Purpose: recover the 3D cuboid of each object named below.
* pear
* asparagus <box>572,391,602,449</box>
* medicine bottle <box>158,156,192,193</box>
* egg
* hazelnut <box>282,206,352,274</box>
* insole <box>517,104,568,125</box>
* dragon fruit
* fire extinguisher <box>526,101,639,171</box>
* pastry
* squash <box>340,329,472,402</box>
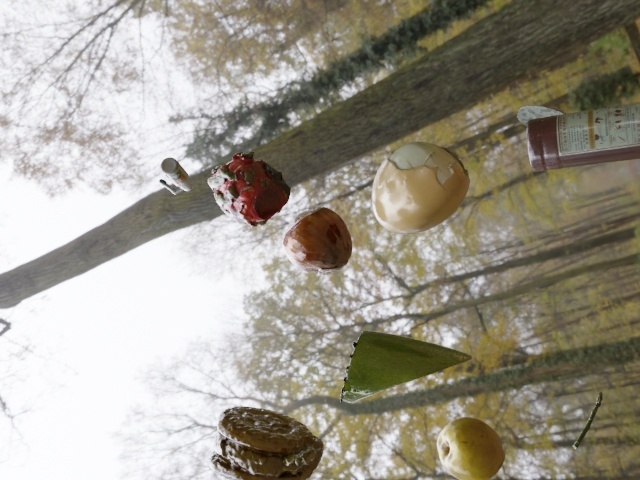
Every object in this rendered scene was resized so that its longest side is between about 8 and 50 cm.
[{"bbox_3d":[0.490,0.677,1.774,0.209,0.209,0.208,37,-138,-42],"label":"pear"},{"bbox_3d":[0.635,0.422,1.293,0.016,0.016,0.163,37,-114,11],"label":"asparagus"},{"bbox_3d":[-0.493,-0.208,1.863,0.061,0.092,0.220,59,176,12],"label":"medicine bottle"},{"bbox_3d":[0.220,-0.117,1.265,0.201,0.244,0.201,23,-143,-18],"label":"egg"},{"bbox_3d":[0.000,0.000,1.382,0.182,0.182,0.182,37,-138,-42],"label":"hazelnut"},{"bbox_3d":[0.491,-0.232,1.101,0.065,0.194,0.006,94,-165,-57],"label":"insole"},{"bbox_3d":[-0.158,-0.115,1.199,0.167,0.160,0.172,-1,-148,-45],"label":"dragon fruit"},{"bbox_3d":[0.378,-0.123,0.676,0.071,0.231,0.099,53,-135,-44],"label":"fire extinguisher"},{"bbox_3d":[-0.118,0.450,1.176,0.240,0.235,0.132,22,-97,-78],"label":"pastry"},{"bbox_3d":[0.193,0.314,1.248,0.189,0.261,0.189,14,-90,-79],"label":"squash"}]
